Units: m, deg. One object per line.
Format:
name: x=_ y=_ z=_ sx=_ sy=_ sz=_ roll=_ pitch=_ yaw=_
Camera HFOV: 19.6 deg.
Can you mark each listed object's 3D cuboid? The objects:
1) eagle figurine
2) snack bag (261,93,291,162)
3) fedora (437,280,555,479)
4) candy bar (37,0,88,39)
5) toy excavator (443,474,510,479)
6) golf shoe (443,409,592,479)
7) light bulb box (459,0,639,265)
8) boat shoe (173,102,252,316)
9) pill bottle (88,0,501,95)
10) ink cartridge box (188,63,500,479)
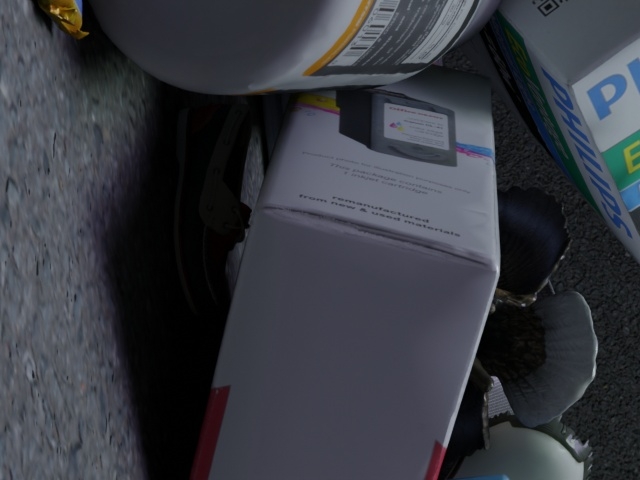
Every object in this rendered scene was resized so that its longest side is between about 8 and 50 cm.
eagle figurine: x=0.100 y=0.057 z=1.467 sx=0.298 sy=0.226 sz=0.225 roll=20 pitch=49 yaw=-75
snack bag: x=0.000 y=0.000 z=1.547 sx=0.323 sy=0.037 sz=0.342 roll=47 pitch=38 yaw=-78
fedora: x=0.100 y=0.099 z=1.725 sx=0.124 sy=0.244 sz=0.275 roll=20 pitch=33 yaw=-44
candy bar: x=-0.121 y=-0.168 z=0.873 sx=0.040 sy=0.018 sz=0.161 roll=66 pitch=18 yaw=-65
toy excavator: x=0.205 y=0.261 z=1.310 sx=0.222 sy=0.445 sz=0.433 roll=-87 pitch=168 yaw=-54
golf shoe: x=0.120 y=0.246 z=1.526 sx=0.105 sy=0.273 sz=0.120 roll=40 pitch=35 yaw=-4
light bulb box: x=0.254 y=-0.228 z=1.244 sx=0.225 sy=0.358 sz=0.361 roll=55 pitch=2 yaw=-47
boat shoe: x=-0.062 y=-0.021 z=1.092 sx=0.049 sy=0.043 sz=0.137 roll=73 pitch=14 yaw=-61
pill bottle: x=0.000 y=-0.161 z=1.000 sx=0.278 sy=0.162 sz=0.162 roll=-14 pitch=98 yaw=-67
ink cartridge box: x=0.015 y=0.040 z=1.058 sx=0.306 sy=0.131 sz=0.226 roll=-81 pitch=-176 yaw=-69
